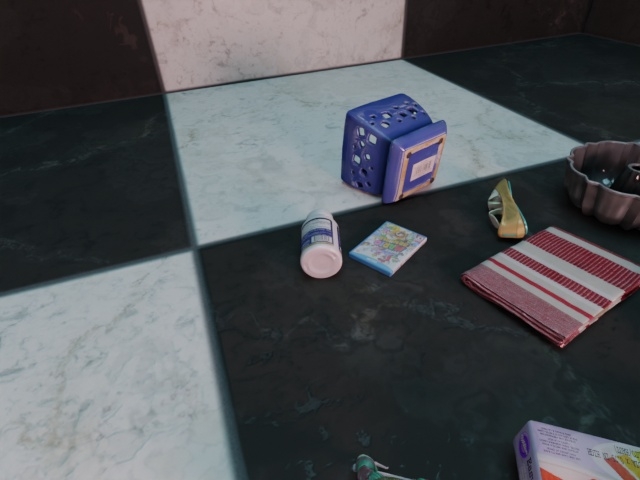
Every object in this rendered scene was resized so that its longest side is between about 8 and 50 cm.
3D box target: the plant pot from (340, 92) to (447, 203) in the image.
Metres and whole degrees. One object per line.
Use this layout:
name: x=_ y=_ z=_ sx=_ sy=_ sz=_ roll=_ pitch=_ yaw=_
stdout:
plant pot: x=0.214 y=-0.255 z=1.182 sx=0.235 sy=0.236 sz=0.212 roll=-27 pitch=50 yaw=-27

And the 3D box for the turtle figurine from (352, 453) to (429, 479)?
turtle figurine: x=0.069 y=0.343 z=0.507 sx=0.234 sy=0.118 sz=0.175 roll=-15 pitch=39 yaw=-6

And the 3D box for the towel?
towel: x=0.502 y=0.078 z=0.883 sx=0.328 sy=0.037 sz=0.237 roll=-22 pitch=39 yaw=-26

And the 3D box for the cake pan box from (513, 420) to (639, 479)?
cake pan box: x=0.379 y=0.364 z=0.470 sx=0.266 sy=0.070 sz=0.246 roll=13 pitch=41 yaw=7

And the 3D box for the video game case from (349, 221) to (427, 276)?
video game case: x=0.165 y=0.016 z=1.001 sx=0.119 sy=0.015 sz=0.166 roll=26 pitch=46 yaw=32

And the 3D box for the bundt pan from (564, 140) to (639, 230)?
bundt pan: x=0.801 y=-0.135 z=1.066 sx=0.330 sy=0.124 sz=0.331 roll=-1 pitch=37 yaw=1

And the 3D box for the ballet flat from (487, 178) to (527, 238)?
ballet flat: x=0.472 y=-0.089 z=1.071 sx=0.073 sy=0.080 sz=0.232 roll=-9 pitch=34 yaw=17

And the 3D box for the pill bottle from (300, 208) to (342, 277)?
pill bottle: x=0.000 y=0.000 z=0.967 sx=0.094 sy=0.094 sz=0.169 roll=-2 pitch=37 yaw=1
